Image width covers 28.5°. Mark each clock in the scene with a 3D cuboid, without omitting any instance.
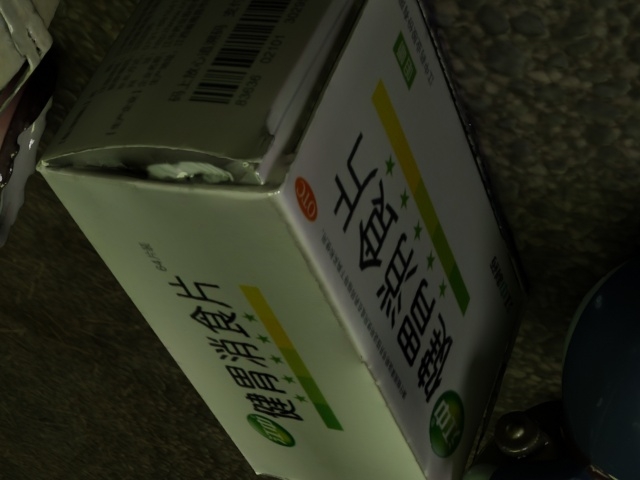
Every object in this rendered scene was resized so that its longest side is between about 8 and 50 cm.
[{"bbox_3d":[0.195,0.115,0.738,0.200,0.146,0.243,3,123,-40],"label":"clock"}]

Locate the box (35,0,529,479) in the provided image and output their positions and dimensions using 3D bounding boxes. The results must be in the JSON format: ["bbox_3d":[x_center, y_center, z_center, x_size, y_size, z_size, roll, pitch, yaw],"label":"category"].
[{"bbox_3d":[-0.001,-0.002,0.720,0.145,0.173,0.333,5,144,27],"label":"box"}]

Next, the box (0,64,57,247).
[{"bbox_3d":[-0.250,-0.070,0.815,0.135,0.151,0.151,18,149,-5],"label":"box"}]

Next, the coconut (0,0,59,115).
[{"bbox_3d":[-0.284,-0.138,0.597,0.323,0.323,0.323,17,148,11],"label":"coconut"}]
